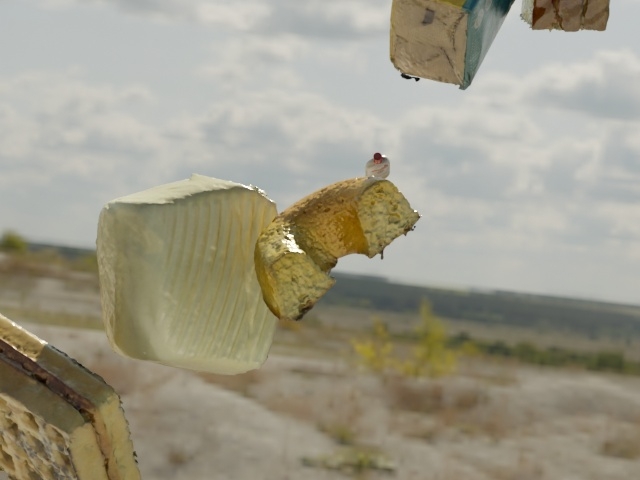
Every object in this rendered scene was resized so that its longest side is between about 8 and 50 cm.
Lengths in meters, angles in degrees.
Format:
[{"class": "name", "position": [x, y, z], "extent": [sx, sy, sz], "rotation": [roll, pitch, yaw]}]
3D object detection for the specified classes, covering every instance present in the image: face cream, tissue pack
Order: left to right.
[{"class": "face cream", "position": [0.087, -0.113, 2.518], "extent": [0.040, 0.021, 0.083], "rotation": [-20, -18, -4]}, {"class": "tissue pack", "position": [0.208, -0.379, 2.396], "extent": [0.134, 0.271, 0.192], "rotation": [20, -32, 16]}]

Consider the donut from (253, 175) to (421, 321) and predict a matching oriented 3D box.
[{"class": "donut", "position": [-0.006, 0.002, 2.282], "extent": [0.259, 0.101, 0.152], "rotation": [-40, 27, -22]}]

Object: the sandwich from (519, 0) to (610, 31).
[{"class": "sandwich", "position": [0.402, -0.471, 2.661], "extent": [0.131, 0.262, 0.325], "rotation": [6, 13, -1]}]

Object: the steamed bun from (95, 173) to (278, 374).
[{"class": "steamed bun", "position": [-0.213, 0.053, 2.431], "extent": [0.273, 0.290, 0.272], "rotation": [4, -8, -30]}]

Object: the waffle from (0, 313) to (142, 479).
[{"class": "waffle", "position": [-0.420, 0.241, 2.327], "extent": [0.376, 0.261, 0.114], "rotation": [28, 52, 31]}]
